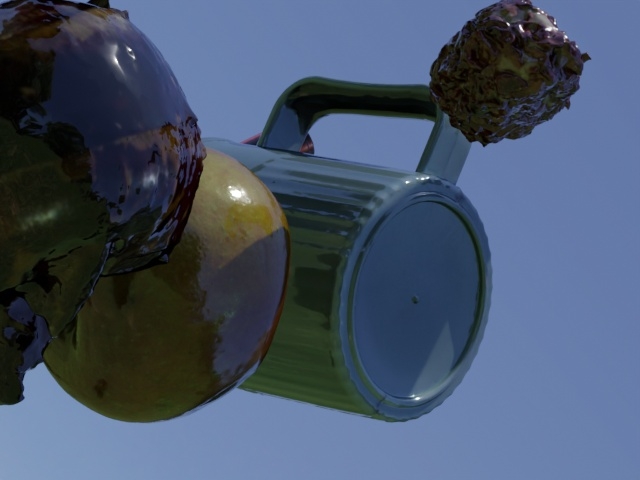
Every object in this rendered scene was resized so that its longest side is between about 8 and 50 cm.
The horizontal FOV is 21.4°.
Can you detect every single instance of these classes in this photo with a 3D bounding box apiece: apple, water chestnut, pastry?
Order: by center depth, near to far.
[{"bbox_3d":[-0.221,-0.028,1.193,0.300,0.300,0.300,43,-21,21],"label":"water chestnut"},{"bbox_3d":[0.151,-0.139,1.390,0.097,0.115,0.208,59,-2,7],"label":"pastry"},{"bbox_3d":[-0.132,0.031,1.421,0.237,0.207,0.237,17,-69,52],"label":"apple"}]

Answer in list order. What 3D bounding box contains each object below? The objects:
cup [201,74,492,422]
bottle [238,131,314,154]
[{"bbox_3d":[0.005,0.018,1.718,0.311,0.331,0.256,10,-47,42],"label":"cup"},{"bbox_3d":[-0.090,-0.092,2.049,0.060,0.164,0.060,53,-21,30],"label":"bottle"}]
